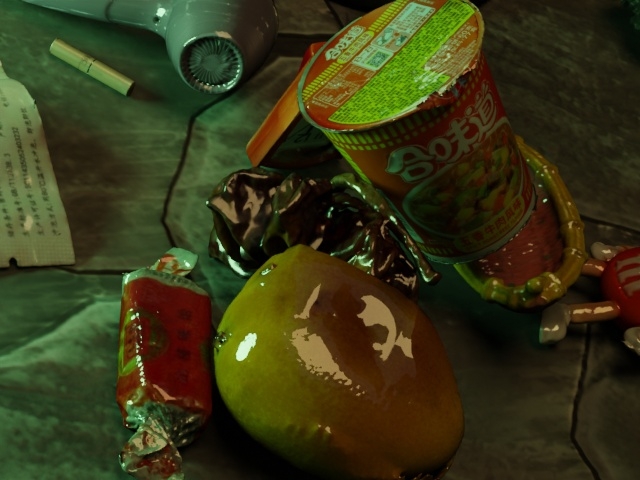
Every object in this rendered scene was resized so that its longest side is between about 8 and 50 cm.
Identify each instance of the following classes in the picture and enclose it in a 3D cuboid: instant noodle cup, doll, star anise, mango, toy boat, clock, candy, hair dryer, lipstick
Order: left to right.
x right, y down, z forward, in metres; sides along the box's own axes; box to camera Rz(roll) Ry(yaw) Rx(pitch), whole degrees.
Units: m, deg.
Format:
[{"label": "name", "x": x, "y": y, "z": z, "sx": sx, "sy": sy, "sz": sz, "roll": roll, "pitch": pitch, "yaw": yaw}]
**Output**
[{"label": "lipstick", "x": -0.233, "y": -0.177, "z": 1.971, "sx": 0.094, "sy": 0.019, "sz": 0.019, "roll": 29, "pitch": 40, "yaw": 6}, {"label": "hair dryer", "x": -0.218, "y": -0.283, "z": 2.045, "sx": 0.361, "sy": 0.121, "sz": 0.301, "roll": 13, "pitch": 32, "yaw": -5}, {"label": "candy", "x": -0.137, "y": 0.101, "z": 1.681, "sx": 0.086, "sy": 0.059, "sz": 0.292, "roll": 13, "pitch": 42, "yaw": -16}, {"label": "clock", "x": -0.001, "y": -0.134, "z": 1.932, "sx": 0.113, "sy": 0.155, "sz": 0.061, "roll": -8, "pitch": 62, "yaw": -36}, {"label": "star anise", "x": 0.000, "y": 0.000, "z": 1.783, "sx": 0.220, "sy": 0.190, "sz": 0.126, "roll": 26, "pitch": 65, "yaw": -2}, {"label": "mango", "x": 0.015, "y": 0.132, "z": 1.669, "sx": 0.236, "sy": 0.136, "sz": 0.166, "roll": 26, "pitch": 50, "yaw": -3}, {"label": "instant noodle cup", "x": 0.109, "y": -0.094, "z": 1.819, "sx": 0.193, "sy": 0.212, "sz": 0.193, "roll": -21, "pitch": 37, "yaw": 17}, {"label": "toy boat", "x": 0.190, "y": -0.017, "z": 1.934, "sx": 0.141, "sy": 0.099, "sz": 0.318, "roll": -14, "pitch": 38, "yaw": 1}, {"label": "doll", "x": 0.327, "y": 0.059, "z": 1.943, "sx": 0.217, "sy": 0.085, "sz": 0.183, "roll": 10, "pitch": 40, "yaw": -4}]

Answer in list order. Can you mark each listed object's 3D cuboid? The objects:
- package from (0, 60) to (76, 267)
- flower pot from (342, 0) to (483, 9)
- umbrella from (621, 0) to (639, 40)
[{"label": "package", "x": -0.349, "y": -0.077, "z": 1.772, "sx": 0.204, "sy": 0.062, "sz": 0.251, "roll": -6, "pitch": 52, "yaw": -30}, {"label": "flower pot", "x": 0.079, "y": -0.469, "z": 2.276, "sx": 0.379, "sy": 0.251, "sz": 0.379, "roll": 14, "pitch": 42, "yaw": -13}, {"label": "umbrella", "x": 0.482, "y": -0.225, "z": 2.304, "sx": 0.154, "sy": 0.128, "sz": 0.336, "roll": -5, "pitch": 51, "yaw": -34}]
